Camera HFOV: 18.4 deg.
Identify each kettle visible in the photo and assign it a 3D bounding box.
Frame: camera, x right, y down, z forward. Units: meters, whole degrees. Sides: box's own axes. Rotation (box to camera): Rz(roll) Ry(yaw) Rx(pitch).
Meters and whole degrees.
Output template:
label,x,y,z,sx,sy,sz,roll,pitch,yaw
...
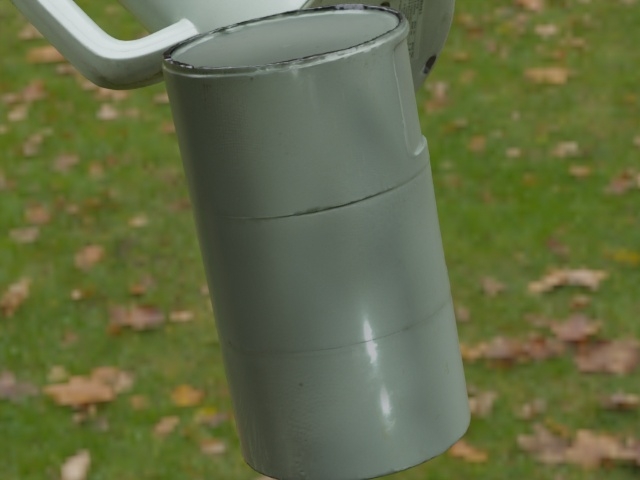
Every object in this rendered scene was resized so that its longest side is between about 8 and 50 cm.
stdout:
label,x,y,z,sx,sy,sz,roll,pitch,yaw
kettle,-0.087,-0.214,1.616,0.265,0.205,0.318,-45,60,-1

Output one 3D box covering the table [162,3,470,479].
label,x,y,z,sx,sy,sz,roll,pitch,yaw
table,0.000,0.000,1.010,0.126,0.220,0.126,-9,17,3
